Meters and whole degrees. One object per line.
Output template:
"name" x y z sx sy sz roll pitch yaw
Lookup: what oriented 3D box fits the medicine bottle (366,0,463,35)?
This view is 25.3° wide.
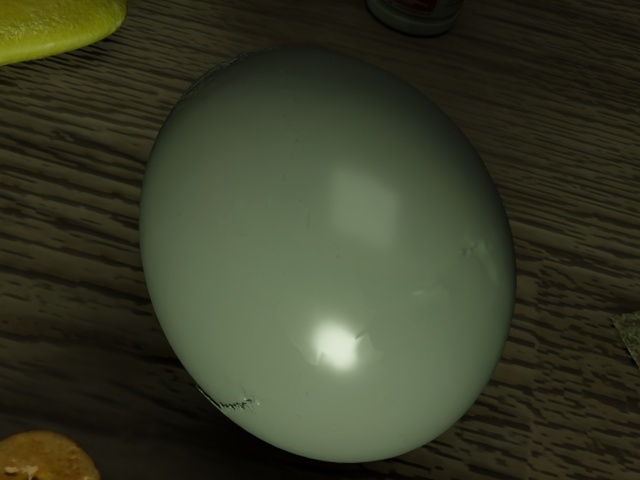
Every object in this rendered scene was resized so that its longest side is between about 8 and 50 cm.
"medicine bottle" 0.064 -0.171 0.829 0.058 0.091 0.058 10 42 -9

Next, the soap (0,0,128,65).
"soap" -0.178 -0.114 0.728 0.168 0.033 0.089 -28 52 -38

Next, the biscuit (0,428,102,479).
"biscuit" -0.111 0.138 0.483 0.250 0.036 0.165 -1 45 -14

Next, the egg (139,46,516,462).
"egg" 0.000 0.000 0.583 0.146 0.146 0.199 -2 39 -20

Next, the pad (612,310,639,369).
"pad" 0.248 0.114 0.653 0.158 0.003 0.235 -4 46 -22
